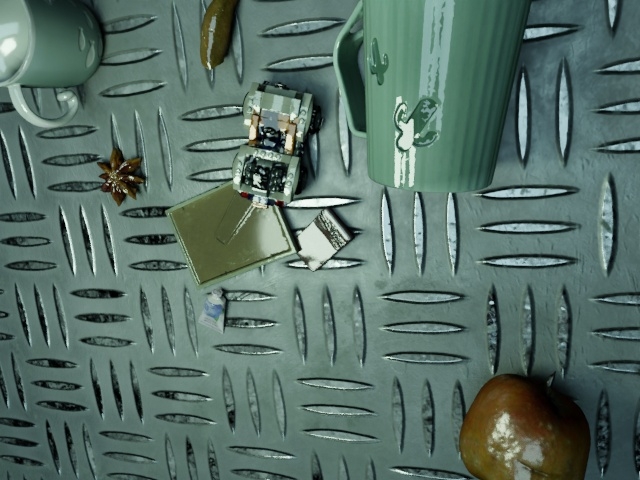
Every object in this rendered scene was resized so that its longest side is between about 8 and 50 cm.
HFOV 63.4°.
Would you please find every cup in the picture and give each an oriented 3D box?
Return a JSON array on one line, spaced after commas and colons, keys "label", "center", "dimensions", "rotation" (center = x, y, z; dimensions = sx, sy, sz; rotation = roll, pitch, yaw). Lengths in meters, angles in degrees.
[{"label": "cup", "center": [0.219, -0.328, 1.067], "dimensions": [0.310, 0.401, 0.392], "rotation": [-4, 110, -15]}, {"label": "cup", "center": [-0.714, -0.469, 1.323], "dimensions": [0.259, 0.274, 0.356], "rotation": [-8, 102, 21]}]

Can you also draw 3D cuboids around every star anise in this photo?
[{"label": "star anise", "center": [-0.567, -0.181, 1.460], "dimensions": [0.168, 0.057, 0.168], "rotation": [5, 106, 18]}]

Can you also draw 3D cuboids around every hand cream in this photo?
[{"label": "hand cream", "center": [-0.303, 0.200, 1.473], "dimensions": [0.084, 0.053, 0.142], "rotation": [24, 120, 11]}]

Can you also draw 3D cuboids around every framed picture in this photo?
[{"label": "framed picture", "center": [-0.247, -0.027, 1.402], "dimensions": [0.335, 0.022, 0.247], "rotation": [-21, 92, 22]}]

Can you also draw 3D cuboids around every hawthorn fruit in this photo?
[{"label": "hawthorn fruit", "center": [0.456, 0.422, 1.155], "dimensions": [0.268, 0.268, 0.301], "rotation": [15, 98, 15]}]

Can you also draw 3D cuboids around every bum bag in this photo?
[{"label": "bum bag", "center": [0.000, 0.000, 1.328], "dimensions": [0.159, 0.026, 0.109], "rotation": [-43, 85, 24]}]

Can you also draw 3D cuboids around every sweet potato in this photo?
[{"label": "sweet potato", "center": [-0.246, -0.539, 1.260], "dimensions": [0.077, 0.077, 0.243], "rotation": [18, 102, 14]}]

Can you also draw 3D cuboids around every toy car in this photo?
[{"label": "toy car", "center": [-0.111, -0.225, 1.256], "dimensions": [0.193, 0.118, 0.301], "rotation": [15, 99, 8]}]
